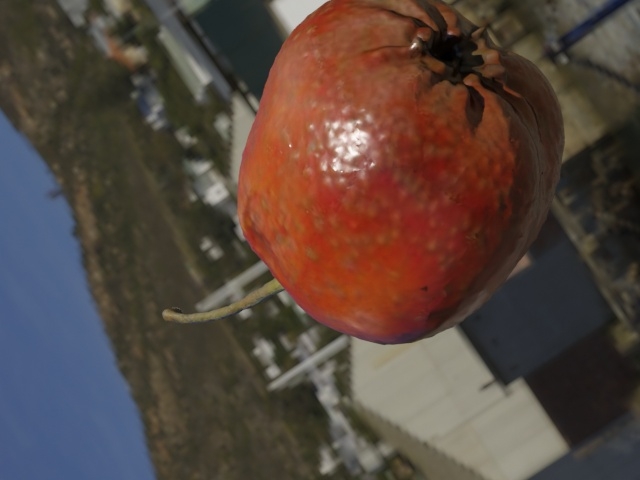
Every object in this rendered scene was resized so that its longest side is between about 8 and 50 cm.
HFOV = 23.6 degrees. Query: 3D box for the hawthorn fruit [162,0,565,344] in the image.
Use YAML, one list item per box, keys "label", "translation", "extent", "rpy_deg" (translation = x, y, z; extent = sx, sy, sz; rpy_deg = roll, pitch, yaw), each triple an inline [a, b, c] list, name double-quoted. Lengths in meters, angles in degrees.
- label: "hawthorn fruit"
  translation: [0.000, 0.000, 0.783]
  extent: [0.165, 0.285, 0.165]
  rpy_deg: [26, -139, -25]
